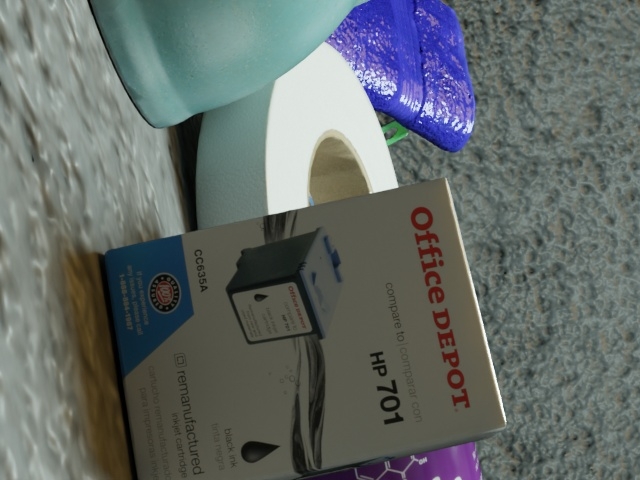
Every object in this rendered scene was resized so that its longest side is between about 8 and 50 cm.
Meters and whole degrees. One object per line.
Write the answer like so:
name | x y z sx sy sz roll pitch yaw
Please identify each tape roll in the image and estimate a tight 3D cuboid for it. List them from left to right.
tape roll | 0.000 0.000 1.022 0.392 0.072 0.392 -9 90 -70

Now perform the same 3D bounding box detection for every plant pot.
plant pot | -0.063 -0.247 0.789 0.293 0.196 0.293 -12 90 -87

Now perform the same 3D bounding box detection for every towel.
towel | 0.069 -0.250 1.233 0.308 0.076 0.227 20 51 -44

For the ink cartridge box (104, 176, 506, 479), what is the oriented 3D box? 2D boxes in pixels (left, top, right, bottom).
ink cartridge box | -0.008 0.057 0.576 0.082 0.191 0.139 66 12 -75

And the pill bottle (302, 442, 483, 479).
pill bottle | 0.014 0.144 0.717 0.181 0.182 0.322 -81 158 -81

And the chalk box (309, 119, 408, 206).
chalk box | 0.008 -0.107 1.307 0.132 0.213 0.132 67 11 -72
